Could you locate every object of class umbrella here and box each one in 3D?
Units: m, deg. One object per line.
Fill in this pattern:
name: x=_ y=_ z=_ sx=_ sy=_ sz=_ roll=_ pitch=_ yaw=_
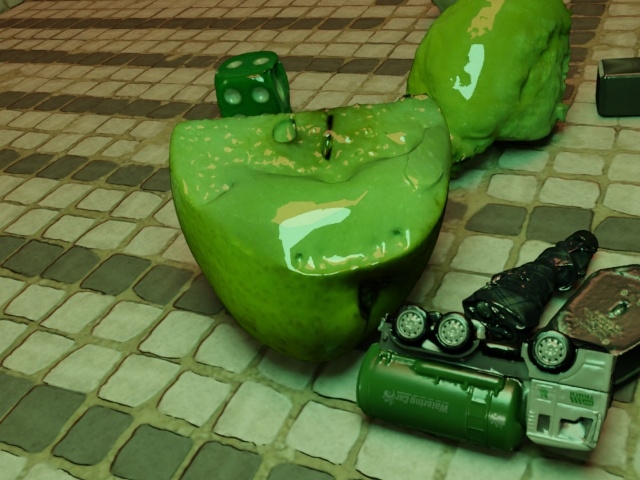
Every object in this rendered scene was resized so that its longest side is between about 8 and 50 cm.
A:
umbrella: x=0.255 y=0.049 z=0.823 sx=0.080 sy=0.071 sz=0.224 roll=37 pitch=49 yaw=29

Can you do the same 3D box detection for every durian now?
durian: x=0.265 y=-0.266 z=1.106 sx=0.256 sy=0.339 sz=0.204 roll=2 pitch=9 yaw=-22

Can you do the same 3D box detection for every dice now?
dice: x=-0.125 y=-0.275 z=1.317 sx=0.120 sy=0.128 sz=0.131 roll=-5 pitch=37 yaw=11

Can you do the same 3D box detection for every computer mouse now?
computer mouse: x=0.305 y=0.097 z=0.744 sx=0.192 sy=0.062 sz=0.106 roll=-36 pitch=42 yaw=-5

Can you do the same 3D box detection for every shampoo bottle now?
shampoo bottle: x=0.582 y=-0.254 z=1.139 sx=0.246 sy=0.079 sz=0.080 roll=1 pitch=38 yaw=16

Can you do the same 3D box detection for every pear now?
pear: x=0.000 y=0.000 z=0.834 sx=0.342 sy=0.238 sz=0.318 roll=-6 pitch=47 yaw=-3

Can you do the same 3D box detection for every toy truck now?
toy truck: x=0.156 y=0.137 z=0.684 sx=0.242 sy=0.101 sz=0.125 roll=7 pitch=82 yaw=25

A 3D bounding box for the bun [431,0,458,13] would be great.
bun: x=0.353 y=-0.570 z=1.593 sx=0.231 sy=0.133 sz=0.231 roll=-5 pitch=45 yaw=5
